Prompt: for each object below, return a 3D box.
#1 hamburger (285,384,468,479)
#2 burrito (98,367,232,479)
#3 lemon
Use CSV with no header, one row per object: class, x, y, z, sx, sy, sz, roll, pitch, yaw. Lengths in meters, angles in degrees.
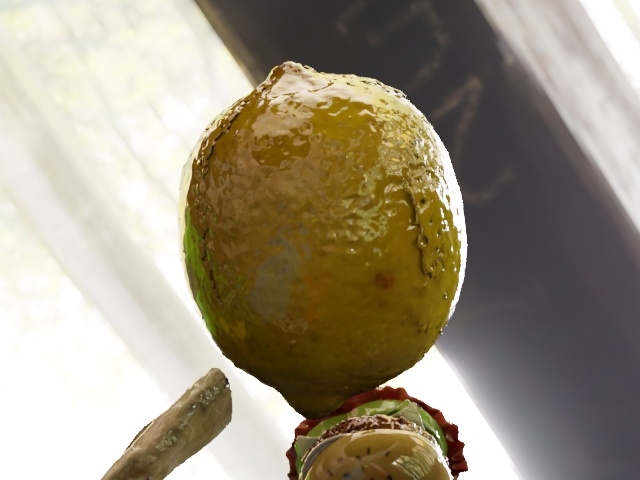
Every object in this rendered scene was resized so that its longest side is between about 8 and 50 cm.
hamburger,0.050,0.227,1.834,0.175,0.175,0.137,-30,-163,14
burrito,-0.190,0.247,2.300,0.060,0.087,0.226,33,-116,30
lemon,0.000,0.000,1.705,0.258,0.310,0.258,-3,177,0
